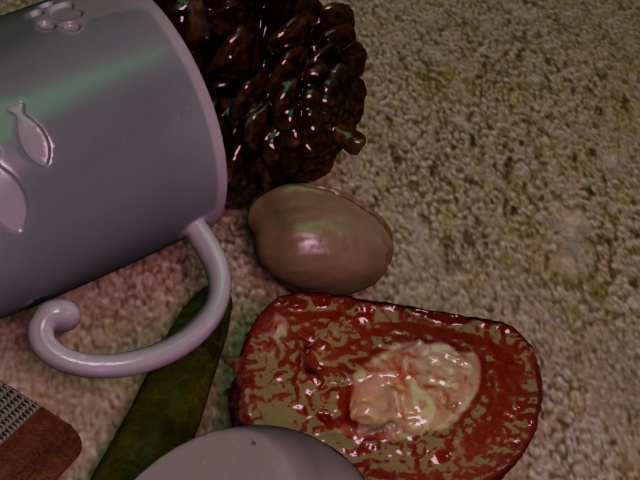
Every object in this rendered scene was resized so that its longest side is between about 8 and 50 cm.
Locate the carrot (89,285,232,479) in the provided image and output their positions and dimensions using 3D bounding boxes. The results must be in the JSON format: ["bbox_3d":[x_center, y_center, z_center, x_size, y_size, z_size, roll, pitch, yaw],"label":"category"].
[{"bbox_3d":[-0.146,0.170,0.995,0.074,0.074,0.358,21,49,3],"label":"carrot"}]

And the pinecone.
[{"bbox_3d":[-0.080,-0.173,1.163,0.244,0.244,0.309,-27,55,-29],"label":"pinecone"}]

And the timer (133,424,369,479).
[{"bbox_3d":[-0.026,0.298,0.829,0.285,0.285,0.285,6,53,-8],"label":"timer"}]

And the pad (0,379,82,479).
[{"bbox_3d":[-0.352,0.159,0.877,0.250,0.055,0.323,31,13,5],"label":"pad"}]

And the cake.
[{"bbox_3d":[0.049,0.154,1.004,0.283,0.151,0.176,11,64,-5],"label":"cake"}]

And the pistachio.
[{"bbox_3d":[0.000,0.000,1.128,0.149,0.113,0.113,4,53,-9],"label":"pistachio"}]

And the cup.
[{"bbox_3d":[-0.242,-0.032,1.018,0.275,0.259,0.356,-26,77,-27],"label":"cup"}]
